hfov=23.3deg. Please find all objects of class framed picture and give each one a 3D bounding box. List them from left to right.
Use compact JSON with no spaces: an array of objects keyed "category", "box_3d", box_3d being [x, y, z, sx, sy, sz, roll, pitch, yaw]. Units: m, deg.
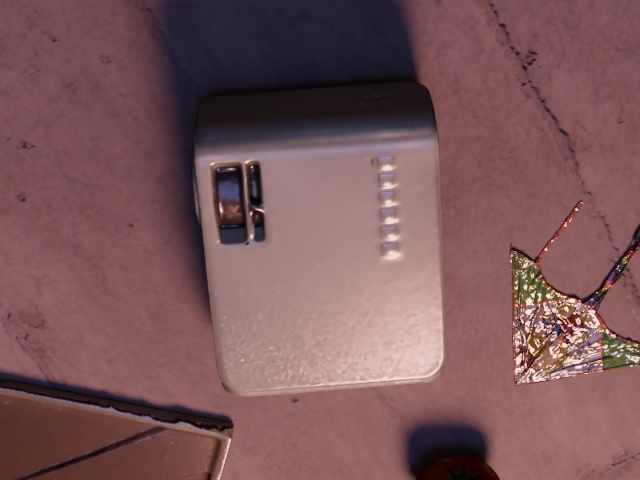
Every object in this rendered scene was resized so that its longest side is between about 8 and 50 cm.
[{"category":"framed picture","box_3d":[-0.244,0.235,1.454,0.289,0.016,0.213,12,114,-9]}]

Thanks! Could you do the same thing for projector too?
[{"category":"projector","box_3d":[0.000,0.000,1.305,0.198,0.108,0.250,-5,117,-1]}]

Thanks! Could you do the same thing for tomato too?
[{"category":"tomato","box_3d":[0.126,0.245,1.444,0.087,0.087,0.075,4,143,-5]}]

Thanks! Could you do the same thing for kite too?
[{"category":"kite","box_3d":[0.256,0.047,1.396,0.198,0.006,0.244,32,110,-16]}]
